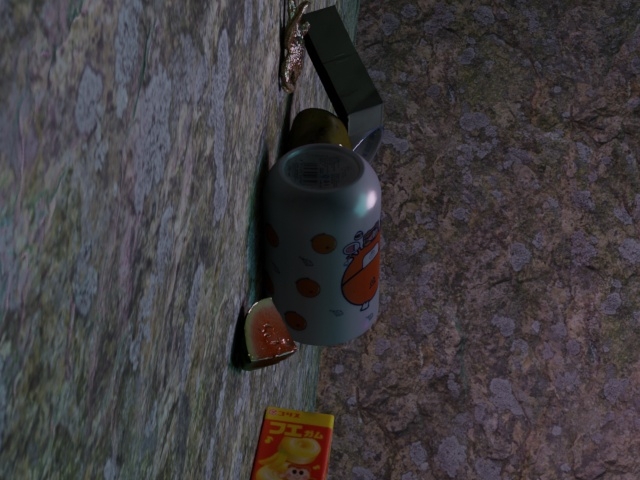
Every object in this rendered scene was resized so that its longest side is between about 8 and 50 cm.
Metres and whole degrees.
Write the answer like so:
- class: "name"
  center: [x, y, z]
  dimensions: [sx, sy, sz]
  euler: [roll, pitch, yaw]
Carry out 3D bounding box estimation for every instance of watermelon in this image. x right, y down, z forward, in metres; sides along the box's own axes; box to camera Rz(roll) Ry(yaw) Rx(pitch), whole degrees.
- class: "watermelon"
  center: [-0.084, 0.169, 1.468]
  dimensions: [0.135, 0.094, 0.125]
  euler: [-61, 164, -69]

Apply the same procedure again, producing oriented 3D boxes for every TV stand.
- class: "TV stand"
  center: [0.042, -0.347, 1.914]
  dimensions: [0.088, 0.083, 0.269]
  euler: [88, -20, -62]

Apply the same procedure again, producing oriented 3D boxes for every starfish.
- class: "starfish"
  center: [-0.053, -0.353, 1.707]
  dimensions: [0.209, 0.053, 0.150]
  euler: [96, 14, -53]

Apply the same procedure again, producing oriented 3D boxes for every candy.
- class: "candy"
  center: [-0.057, 0.453, 1.821]
  dimensions: [0.276, 0.146, 0.088]
  euler: [-81, 176, -54]

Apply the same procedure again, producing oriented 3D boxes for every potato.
- class: "potato"
  center: [0.000, -0.164, 1.845]
  dimensions: [0.154, 0.137, 0.200]
  euler: [-49, -141, 37]

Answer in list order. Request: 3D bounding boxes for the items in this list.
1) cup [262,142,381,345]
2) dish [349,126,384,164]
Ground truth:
- class: "cup"
  center: [0.000, 0.000, 1.646]
  dimensions: [0.212, 0.212, 0.317]
  euler: [-80, 171, -50]
- class: "dish"
  center: [0.009, -0.172, 2.066]
  dimensions: [0.273, 0.134, 0.273]
  euler: [-52, 171, -12]
